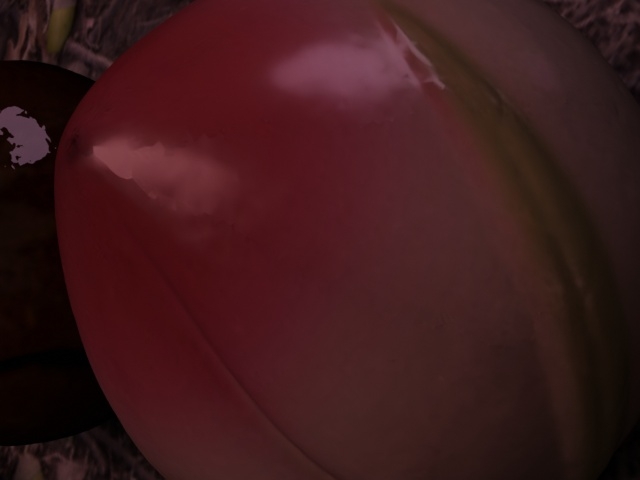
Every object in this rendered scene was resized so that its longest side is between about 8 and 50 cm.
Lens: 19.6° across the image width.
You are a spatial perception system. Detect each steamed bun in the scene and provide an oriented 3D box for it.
[{"bbox_3d":[0.000,0.000,0.870,0.309,0.309,0.309,-19,64,43],"label":"steamed bun"}]

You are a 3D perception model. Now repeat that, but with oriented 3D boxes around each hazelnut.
[{"bbox_3d":[-0.193,0.010,1.137,0.218,0.218,0.234,-19,71,43],"label":"hazelnut"}]
